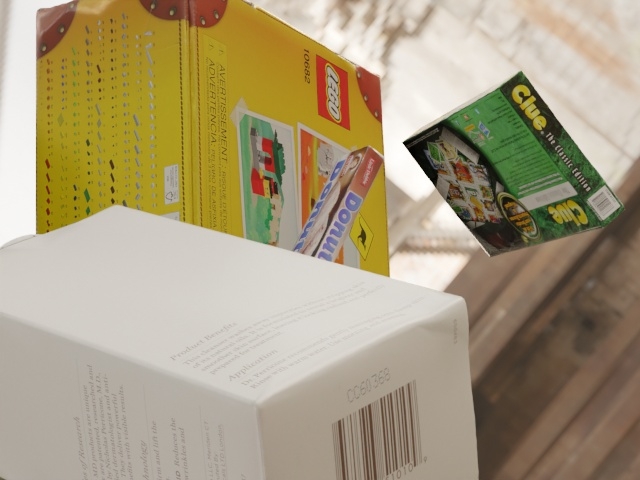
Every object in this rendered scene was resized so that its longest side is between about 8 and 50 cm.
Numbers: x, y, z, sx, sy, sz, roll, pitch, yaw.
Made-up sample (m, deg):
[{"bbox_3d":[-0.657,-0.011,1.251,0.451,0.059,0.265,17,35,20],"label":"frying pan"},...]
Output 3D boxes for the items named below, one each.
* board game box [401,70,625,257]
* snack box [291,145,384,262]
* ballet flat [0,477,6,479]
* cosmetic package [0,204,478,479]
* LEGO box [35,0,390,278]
[{"bbox_3d":[0.152,-0.056,1.303,0.030,0.136,0.259,-36,4,-14],"label":"board game box"},{"bbox_3d":[0.000,0.000,1.387,0.064,0.022,0.178,-16,44,64],"label":"snack box"},{"bbox_3d":[-0.294,0.221,1.365,0.086,0.248,0.086,-22,-58,-39],"label":"ballet flat"},{"bbox_3d":[-0.101,0.101,1.152,0.217,0.385,0.156,-22,-65,-41],"label":"cosmetic package"},{"bbox_3d":[-0.094,0.033,1.559,0.193,0.500,0.372,-11,-17,29],"label":"LEGO box"}]
